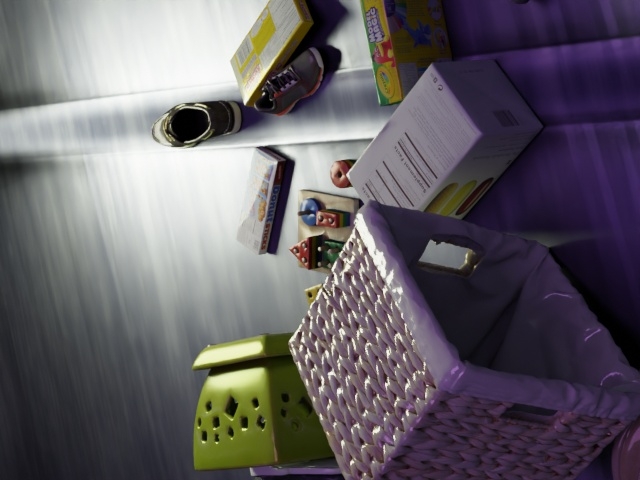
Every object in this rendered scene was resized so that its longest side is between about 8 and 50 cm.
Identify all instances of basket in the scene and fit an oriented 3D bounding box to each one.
[{"bbox_3d":[0.181,0.168,1.745,0.266,0.328,0.331,-60,36,27],"label":"basket"}]

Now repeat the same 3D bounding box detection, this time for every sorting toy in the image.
[{"bbox_3d":[0.000,0.000,2.183,0.132,0.046,0.274,13,107,45],"label":"sorting toy"}]

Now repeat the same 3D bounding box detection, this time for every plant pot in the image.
[{"bbox_3d":[-0.069,0.259,2.186,0.228,0.227,0.207,-16,80,46],"label":"plant pot"}]

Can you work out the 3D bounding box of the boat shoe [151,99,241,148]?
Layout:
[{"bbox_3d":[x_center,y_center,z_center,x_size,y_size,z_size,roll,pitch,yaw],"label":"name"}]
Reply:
[{"bbox_3d":[-0.237,-0.208,2.374,0.228,0.068,0.081,-8,91,47],"label":"boat shoe"}]

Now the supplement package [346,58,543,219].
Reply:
[{"bbox_3d":[0.173,-0.126,1.908,0.134,0.139,0.244,58,134,22],"label":"supplement package"}]

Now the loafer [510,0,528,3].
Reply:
[{"bbox_3d":[0.234,-0.441,1.830,0.087,0.094,0.251,-42,72,30],"label":"loafer"}]

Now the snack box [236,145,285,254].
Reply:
[{"bbox_3d":[-0.104,-0.068,2.295,0.064,0.022,0.178,33,120,39],"label":"snack box"}]

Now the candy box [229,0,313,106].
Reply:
[{"bbox_3d":[-0.083,-0.326,2.205,0.206,0.027,0.105,-50,50,40],"label":"candy box"}]

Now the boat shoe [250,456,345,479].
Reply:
[{"bbox_3d":[-0.018,0.402,2.169,0.302,0.114,0.091,159,105,-64],"label":"boat shoe"}]

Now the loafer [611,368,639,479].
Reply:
[{"bbox_3d":[0.449,0.234,1.716,0.092,0.102,0.268,26,115,47],"label":"loafer"}]

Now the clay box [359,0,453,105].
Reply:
[{"bbox_3d":[0.123,-0.310,1.932,0.053,0.127,0.222,-13,88,46],"label":"clay box"}]

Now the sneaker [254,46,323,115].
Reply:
[{"bbox_3d":[-0.054,-0.253,2.175,0.158,0.065,0.061,-48,64,41],"label":"sneaker"}]
